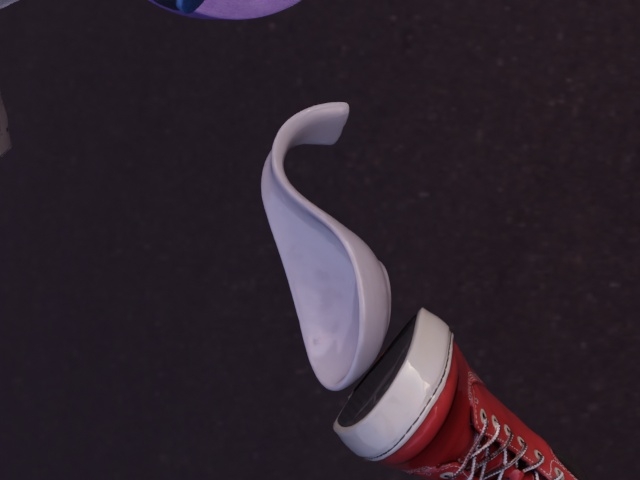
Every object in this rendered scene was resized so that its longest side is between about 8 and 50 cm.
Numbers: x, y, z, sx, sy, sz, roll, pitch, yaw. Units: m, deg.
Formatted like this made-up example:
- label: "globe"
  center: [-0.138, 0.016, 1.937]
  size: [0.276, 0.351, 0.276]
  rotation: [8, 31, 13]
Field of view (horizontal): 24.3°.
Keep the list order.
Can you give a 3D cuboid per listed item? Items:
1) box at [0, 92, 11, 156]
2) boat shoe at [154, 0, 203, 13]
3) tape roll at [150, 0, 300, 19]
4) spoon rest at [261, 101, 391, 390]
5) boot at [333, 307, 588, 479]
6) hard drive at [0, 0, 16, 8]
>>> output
- label: "box"
  center: [-0.443, -0.114, 1.406]
  size: [0.275, 0.094, 0.113]
  rotation: [-6, 110, 10]
- label: "boat shoe"
  center: [-0.077, -0.288, 1.040]
  size: [0.109, 0.089, 0.258]
  rotation: [80, -149, -85]
- label: "tape roll"
  center: [-0.101, -0.367, 1.537]
  size: [0.090, 0.274, 0.275]
  rotation: [-157, 72, -67]
- label: "spoon rest"
  center: [0.000, 0.000, 1.278]
  size: [0.137, 0.084, 0.276]
  rotation: [115, 153, -49]
- label: "boot"
  center: [0.100, 0.127, 0.881]
  size: [0.176, 0.244, 0.088]
  rotation: [40, 91, 5]
- label: "hard drive"
  center: [-0.276, -0.327, 1.323]
  size: [0.040, 0.203, 0.307]
  rotation: [67, 177, -48]
